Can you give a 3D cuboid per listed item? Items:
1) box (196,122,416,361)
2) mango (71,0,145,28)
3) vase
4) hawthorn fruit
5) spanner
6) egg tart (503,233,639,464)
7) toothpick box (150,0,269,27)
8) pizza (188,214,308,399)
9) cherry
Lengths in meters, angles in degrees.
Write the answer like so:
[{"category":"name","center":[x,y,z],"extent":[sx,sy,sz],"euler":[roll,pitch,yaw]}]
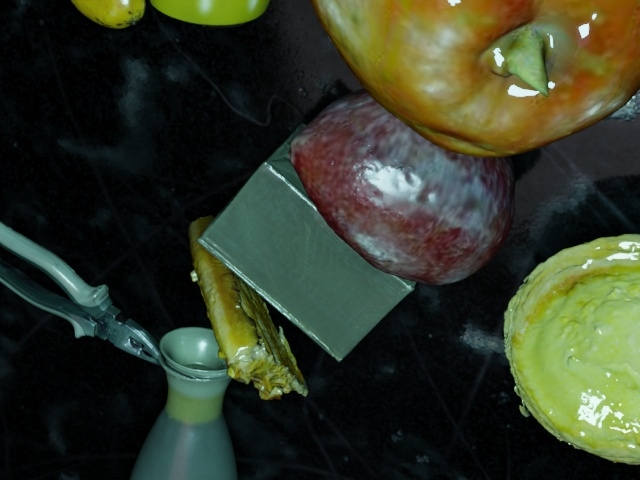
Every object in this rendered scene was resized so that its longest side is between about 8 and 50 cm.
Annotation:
[{"category":"box","center":[0.000,0.000,1.515],"extent":[0.231,0.155,0.149],"euler":[42,120,-2]},{"category":"mango","center":[-0.267,-0.304,1.510],"extent":[0.114,0.057,0.079],"euler":[27,130,9]},{"category":"vase","center":[-0.187,0.288,1.735],"extent":[0.173,0.173,0.321],"euler":[14,115,13]},{"category":"hawthorn fruit","center":[0.176,-0.254,1.156],"extent":[0.403,0.403,0.403],"euler":[9,119,16]},{"category":"spanner","center":[-0.354,0.082,1.755],"extent":[0.325,0.040,0.096],"euler":[33,123,3]},{"category":"egg tart","center":[0.371,0.117,1.457],"extent":[0.315,0.120,0.315],"euler":[8,117,15]},{"category":"toothpick box","center":[-0.116,-0.374,1.350],"extent":[0.175,0.175,0.271],"euler":[16,123,12]},{"category":"pizza","center":[-0.107,0.090,1.603],"extent":[0.074,0.288,0.251],"euler":[-23,67,2]},{"category":"cherry","center":[0.099,-0.070,1.374],"extent":[0.300,0.230,0.203],"euler":[15,146,-33]}]
